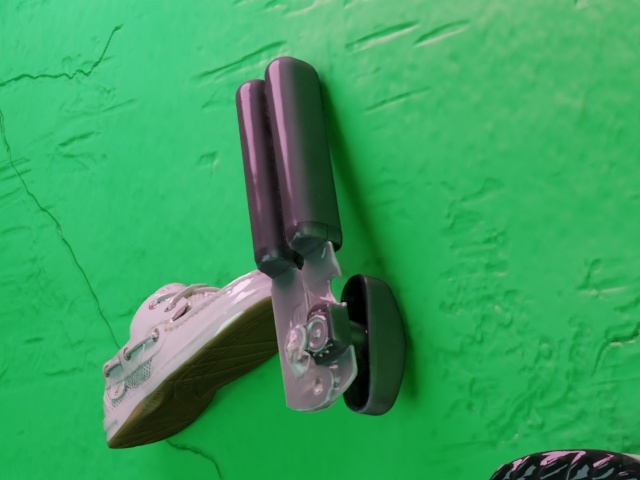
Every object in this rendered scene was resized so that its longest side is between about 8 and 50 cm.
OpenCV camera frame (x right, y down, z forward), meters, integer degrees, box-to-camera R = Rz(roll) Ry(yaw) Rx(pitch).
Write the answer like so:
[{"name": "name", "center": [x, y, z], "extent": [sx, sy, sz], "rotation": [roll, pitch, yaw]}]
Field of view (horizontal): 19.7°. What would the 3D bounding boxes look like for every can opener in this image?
[{"name": "can opener", "center": [0.000, 0.000, 1.383], "extent": [0.076, 0.095, 0.283], "rotation": [-33, 53, 40]}]

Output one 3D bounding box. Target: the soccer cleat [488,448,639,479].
[{"name": "soccer cleat", "center": [0.249, 0.173, 1.078], "extent": [0.318, 0.116, 0.109], "rotation": [-8, 63, 34]}]

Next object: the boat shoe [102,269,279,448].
[{"name": "boat shoe", "center": [-0.112, 0.078, 1.494], "extent": [0.277, 0.098, 0.096], "rotation": [-41, 63, 45]}]
